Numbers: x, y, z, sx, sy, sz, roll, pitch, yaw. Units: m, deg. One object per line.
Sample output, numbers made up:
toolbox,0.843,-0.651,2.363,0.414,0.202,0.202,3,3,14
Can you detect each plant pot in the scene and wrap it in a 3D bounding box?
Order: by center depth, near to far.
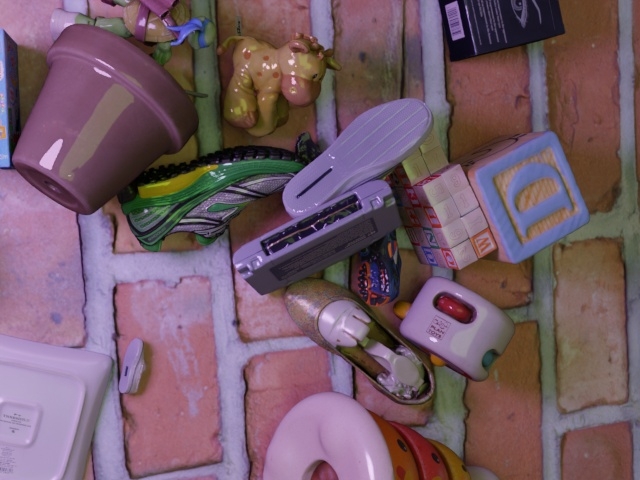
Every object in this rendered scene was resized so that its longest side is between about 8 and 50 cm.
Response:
plant pot,-0.361,-0.171,1.503,0.263,0.263,0.229,37,71,-17

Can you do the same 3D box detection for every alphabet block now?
alphabet block,0.356,-0.083,1.800,0.192,0.197,0.193,-27,101,-16

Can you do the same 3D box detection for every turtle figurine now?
turtle figurine,-0.301,-0.358,1.615,0.266,0.275,0.198,16,111,1

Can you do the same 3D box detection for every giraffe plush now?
giraffe plush,-0.060,-0.286,1.627,0.181,0.170,0.210,-40,125,-54

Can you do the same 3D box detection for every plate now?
plate,-0.518,0.306,1.605,0.277,0.045,0.278,15,88,-19

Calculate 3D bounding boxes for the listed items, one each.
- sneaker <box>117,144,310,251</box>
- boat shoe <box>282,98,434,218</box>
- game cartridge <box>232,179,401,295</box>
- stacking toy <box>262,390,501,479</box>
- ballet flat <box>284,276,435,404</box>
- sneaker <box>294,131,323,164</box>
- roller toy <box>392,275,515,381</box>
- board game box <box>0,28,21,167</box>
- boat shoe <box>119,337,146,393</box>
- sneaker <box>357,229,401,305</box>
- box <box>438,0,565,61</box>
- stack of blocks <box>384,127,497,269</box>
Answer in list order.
sneaker,-0.178,-0.079,1.670,0.343,0.134,0.146,-16,108,-11
boat shoe,0.067,-0.137,1.655,0.302,0.094,0.109,-34,69,6
game cartridge,0.000,0.000,1.672,0.294,0.196,0.060,-27,68,1
stacking toy,0.163,0.461,1.751,0.480,0.350,0.351,9,90,-37
ballet flat,0.085,0.190,1.766,0.348,0.123,0.123,42,80,-16
sneaker,0.009,-0.116,1.757,0.170,0.051,0.089,38,85,-13
roller toy,0.251,0.170,1.779,0.209,0.191,0.146,35,83,-17
board game box,-0.509,-0.221,1.518,0.039,0.160,0.211,-3,94,-10
boat shoe,-0.326,0.222,1.674,0.035,0.035,0.100,17,83,-46
sneaker,0.112,0.017,1.791,0.087,0.083,0.221,17,72,-60
box,0.346,-0.443,1.824,0.207,0.108,0.153,-15,97,-18
stack of blocks,0.197,-0.101,1.759,0.087,0.171,0.297,-28,101,-15
